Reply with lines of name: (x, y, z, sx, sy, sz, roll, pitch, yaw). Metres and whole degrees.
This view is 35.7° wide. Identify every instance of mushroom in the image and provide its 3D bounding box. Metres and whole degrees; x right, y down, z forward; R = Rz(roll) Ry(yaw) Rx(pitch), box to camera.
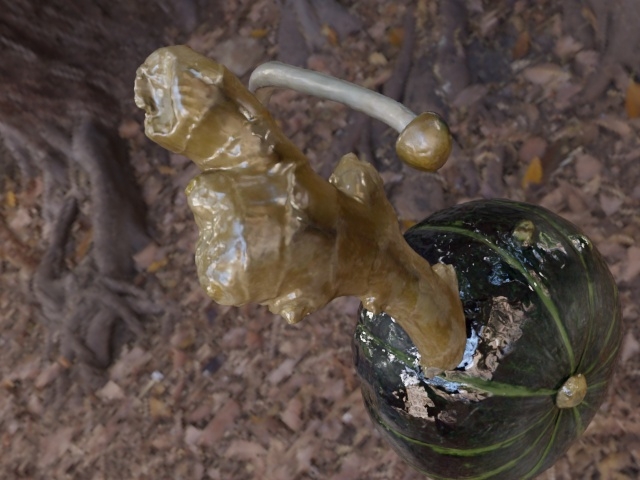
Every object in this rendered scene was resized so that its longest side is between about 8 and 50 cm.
mushroom: (-0.006, -0.107, 0.751, 0.043, 0.068, 0.306, -31, 31, -20)

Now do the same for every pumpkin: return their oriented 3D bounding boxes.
pumpkin: (0.181, 0.111, 1.071, 0.241, 0.323, 0.323, 25, 69, 35)

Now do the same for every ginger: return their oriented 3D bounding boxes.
ginger: (0.000, 0.000, 0.694, 0.081, 0.334, 0.148, -26, 43, 42)
